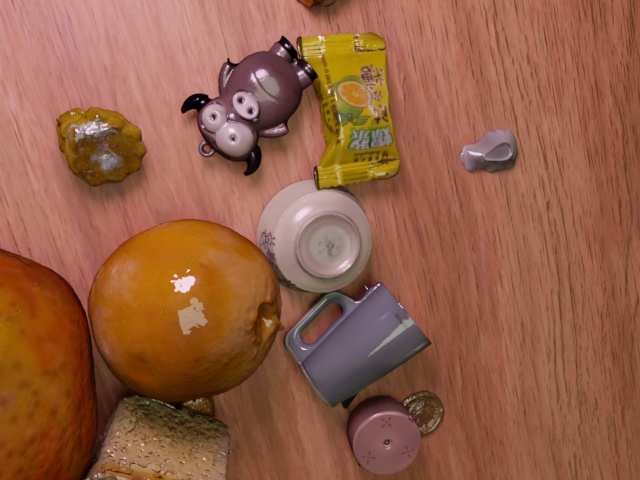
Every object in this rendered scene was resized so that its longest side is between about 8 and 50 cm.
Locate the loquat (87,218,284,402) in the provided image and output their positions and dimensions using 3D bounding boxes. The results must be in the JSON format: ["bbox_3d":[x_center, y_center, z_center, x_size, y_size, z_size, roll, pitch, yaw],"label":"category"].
[{"bbox_3d":[-0.229,0.117,1.091,0.328,0.328,0.328,-3,100,-15],"label":"loquat"}]

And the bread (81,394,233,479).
[{"bbox_3d":[-0.322,0.479,1.147,0.279,0.248,0.315,13,113,-13],"label":"bread"}]

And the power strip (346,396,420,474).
[{"bbox_3d":[0.133,0.420,1.359,0.154,0.078,0.154,-2,103,-8],"label":"power strip"}]

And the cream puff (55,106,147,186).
[{"bbox_3d":[-0.389,-0.173,1.108,0.146,0.116,0.146,-20,132,-24],"label":"cream puff"}]

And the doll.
[{"bbox_3d":[-0.125,-0.245,1.156,0.257,0.117,0.182,-44,101,-5],"label":"doll"}]

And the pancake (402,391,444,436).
[{"bbox_3d":[0.225,0.389,1.419,0.115,0.011,0.115,-3,99,-16],"label":"pancake"}]

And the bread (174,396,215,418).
[{"bbox_3d":[-0.249,0.336,1.263,0.083,0.046,0.081,43,85,-17],"label":"bread"}]

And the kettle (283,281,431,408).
[{"bbox_3d":[0.064,0.198,1.282,0.243,0.160,0.210,-38,89,1],"label":"kettle"}]

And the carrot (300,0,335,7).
[{"bbox_3d":[0.067,-0.527,1.181,0.263,0.102,0.102,-30,106,-16],"label":"carrot"}]

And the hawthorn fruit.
[{"bbox_3d":[-0.550,0.223,0.970,0.472,0.472,0.472,-3,100,-15],"label":"hawthorn fruit"}]

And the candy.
[{"bbox_3d":[0.058,-0.255,1.221,0.187,0.081,0.297,-8,91,-15],"label":"candy"}]

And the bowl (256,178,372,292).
[{"bbox_3d":[0.000,0.000,1.231,0.238,0.126,0.237,-2,99,-14],"label":"bowl"}]

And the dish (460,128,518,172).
[{"bbox_3d":[0.366,-0.185,1.340,0.137,0.039,0.091,-15,104,-14],"label":"dish"}]
